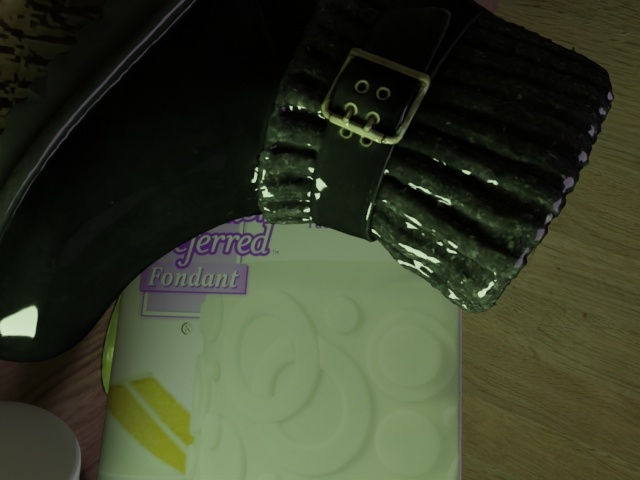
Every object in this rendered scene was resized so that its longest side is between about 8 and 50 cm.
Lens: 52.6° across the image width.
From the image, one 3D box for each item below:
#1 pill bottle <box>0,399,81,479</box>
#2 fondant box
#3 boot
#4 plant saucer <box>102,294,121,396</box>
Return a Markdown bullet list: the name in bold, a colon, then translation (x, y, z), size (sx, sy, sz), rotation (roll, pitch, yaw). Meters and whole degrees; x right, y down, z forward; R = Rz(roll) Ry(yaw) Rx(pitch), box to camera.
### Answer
- **pill bottle**: translation (-0.211, 0.212, 0.401), size (0.119, 0.119, 0.208), rotation (-41, 151, -63)
- **fondant box**: translation (-0.022, 0.083, 0.471), size (0.096, 0.239, 0.330), rotation (64, 29, -72)
- **boot**: translation (-0.019, -0.022, 0.368), size (0.348, 0.260, 0.131), rotation (-54, 180, -4)
- **plant saucer**: translation (-0.132, 0.065, 0.666), size (0.241, 0.037, 0.240), rotation (22, 90, -78)
